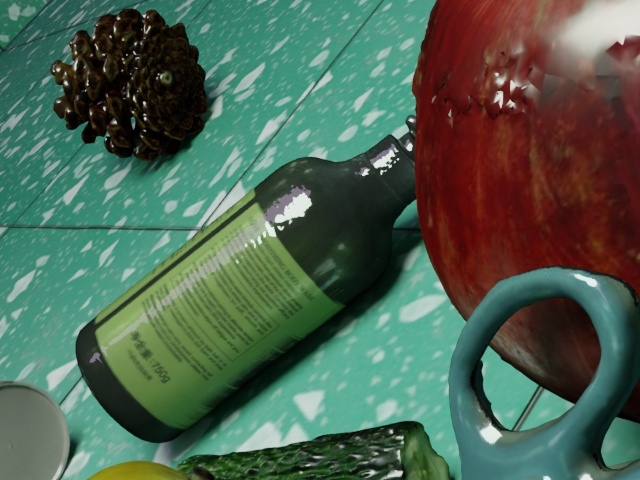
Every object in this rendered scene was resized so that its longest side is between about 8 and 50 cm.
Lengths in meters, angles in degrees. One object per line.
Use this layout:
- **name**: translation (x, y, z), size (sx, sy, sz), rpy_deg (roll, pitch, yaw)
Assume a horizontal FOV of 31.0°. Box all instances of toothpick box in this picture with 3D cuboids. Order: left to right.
- **toothpick box**: translation (-0.275, 0.158, 0.907), size (0.149, 0.098, 0.098), rpy_deg (-8, 42, 50)

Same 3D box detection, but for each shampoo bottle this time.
- **shampoo bottle**: translation (-0.030, 0.018, 0.773), size (0.284, 0.101, 0.101), rpy_deg (-39, 26, 8)

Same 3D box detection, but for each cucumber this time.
- **cucumber**: translation (-0.013, 0.136, 0.620), size (0.187, 0.058, 0.058), rpy_deg (-18, 34, 43)

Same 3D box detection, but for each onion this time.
- **onion**: translation (0.162, -0.060, 0.448), size (0.276, 0.276, 0.276), rpy_deg (-33, 27, 19)

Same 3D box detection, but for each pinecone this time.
- **pinecone**: translation (-0.214, -0.166, 1.244), size (0.165, 0.163, 0.163), rpy_deg (3, 49, 39)

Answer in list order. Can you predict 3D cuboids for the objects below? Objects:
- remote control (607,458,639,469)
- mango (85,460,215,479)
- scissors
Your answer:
- **remote control**: translation (0.095, 0.203, 0.381), size (0.090, 0.038, 0.310), rpy_deg (-25, 30, 32)
- **mango**: translation (-0.088, 0.221, 0.501), size (0.262, 0.130, 0.167), rpy_deg (-90, 24, -48)
- **scissors**: translation (0.049, 0.133, 0.429), size (0.138, 0.041, 0.289), rpy_deg (58, 138, 25)
